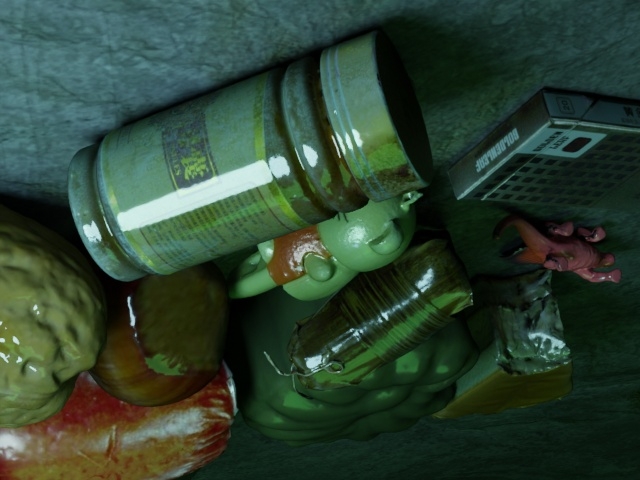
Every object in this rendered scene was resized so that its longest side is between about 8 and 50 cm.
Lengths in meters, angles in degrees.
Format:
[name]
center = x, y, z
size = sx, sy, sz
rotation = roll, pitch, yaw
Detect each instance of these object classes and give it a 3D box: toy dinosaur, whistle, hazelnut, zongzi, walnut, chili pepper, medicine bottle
[toy dinosaur]
center = 0.280, 0.011, 1.765
size = 0.286, 0.070, 0.139
rotation = 11, 170, -39
[whistle]
center = 0.000, 0.000, 1.514
size = 0.288, 0.131, 0.106
rotation = -24, 124, 33
[hazelnut]
center = -0.201, 0.084, 1.556
size = 0.186, 0.210, 0.210
rotation = -39, 164, -18
[zongzi]
center = 0.065, 0.080, 1.594
size = 0.248, 0.111, 0.241
rotation = -35, -175, 8
[walnut]
center = -0.353, 0.072, 1.387
size = 0.257, 0.257, 0.224
rotation = 17, 119, -48
[chili pepper]
center = -0.280, 0.214, 1.710
size = 0.305, 0.251, 0.229
rotation = -9, 125, -18
[medicine bottle]
center = -0.068, -0.073, 1.264
size = 0.322, 0.151, 0.151
rotation = -19, 156, 16

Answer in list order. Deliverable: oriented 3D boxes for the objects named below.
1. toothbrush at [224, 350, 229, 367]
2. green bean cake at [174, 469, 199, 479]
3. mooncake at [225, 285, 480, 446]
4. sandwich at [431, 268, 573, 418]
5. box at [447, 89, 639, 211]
[toothbrush]
center = -0.129, 0.181, 1.965
size = 0.364, 0.041, 0.041
rotation = -3, 156, -18
[green bean cake]
center = -0.247, 0.311, 1.971
size = 0.222, 0.125, 0.227
rotation = -47, 171, 13
[mooncake]
center = 0.040, 0.157, 1.808
size = 0.351, 0.187, 0.351
rotation = -9, 159, -4
[sandwich]
center = 0.237, 0.150, 1.923
size = 0.227, 0.155, 0.198
rotation = -13, 155, 4
[box]
center = 0.328, -0.095, 1.530
size = 0.325, 0.047, 0.180
rotation = 4, 153, -30
